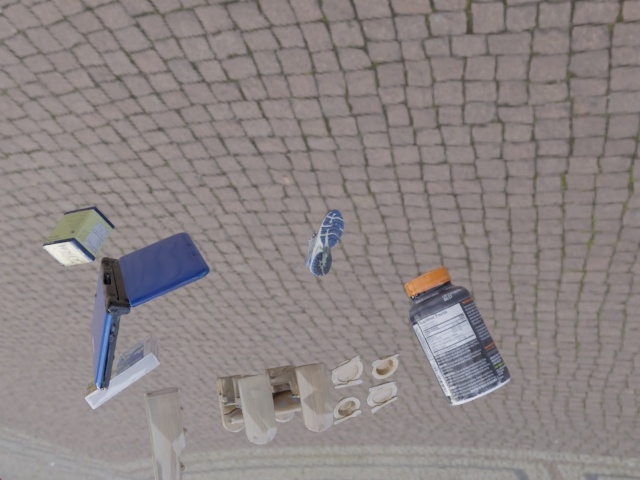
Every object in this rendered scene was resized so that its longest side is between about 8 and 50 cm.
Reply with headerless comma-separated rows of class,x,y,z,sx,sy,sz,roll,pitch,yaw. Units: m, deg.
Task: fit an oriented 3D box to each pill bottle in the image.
pill bottle,0.249,0.175,1.330,0.131,0.245,0.130,-24,170,-5

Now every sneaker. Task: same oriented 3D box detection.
sneaker,0.000,0.000,1.385,0.052,0.135,0.058,21,179,-35

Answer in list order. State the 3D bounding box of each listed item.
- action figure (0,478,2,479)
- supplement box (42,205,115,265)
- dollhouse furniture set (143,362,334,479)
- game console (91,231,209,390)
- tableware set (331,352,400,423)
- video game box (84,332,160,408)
action figure,-0.656,0.399,1.136,0.280,0.139,0.091,27,113,-35
supplement box,-0.424,-0.007,1.231,0.083,0.083,0.056,-8,135,32
dollhouse furniture set,-0.190,0.444,1.626,0.394,0.256,0.362,-7,172,-18
game console,-0.342,0.125,1.370,0.173,0.250,0.293,8,-168,-21
tableware set,0.087,0.276,1.330,0.141,0.020,0.168,-14,126,-18
video game box,-0.525,0.344,1.878,0.048,0.205,0.187,57,173,-12
